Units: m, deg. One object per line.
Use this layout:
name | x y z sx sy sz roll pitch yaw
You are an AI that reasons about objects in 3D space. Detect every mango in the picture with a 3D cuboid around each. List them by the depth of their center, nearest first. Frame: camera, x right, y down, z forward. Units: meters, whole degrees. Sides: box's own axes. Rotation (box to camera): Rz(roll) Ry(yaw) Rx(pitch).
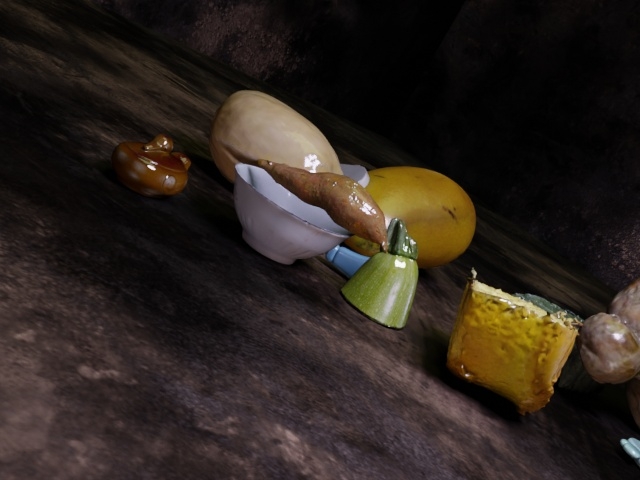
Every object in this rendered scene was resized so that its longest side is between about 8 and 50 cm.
mango | 0.144 -0.039 1.548 0.211 0.173 0.317 41 28 30

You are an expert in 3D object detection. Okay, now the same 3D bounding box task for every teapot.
teapot | -0.218 -0.105 1.160 0.098 0.078 0.129 35 13 19

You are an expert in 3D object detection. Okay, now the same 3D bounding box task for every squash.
squash | 0.102 0.039 1.201 0.105 0.132 0.105 27 13 -6

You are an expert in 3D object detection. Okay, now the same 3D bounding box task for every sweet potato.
sweet potato | 0.012 -0.067 1.181 0.226 0.068 0.068 34 13 14

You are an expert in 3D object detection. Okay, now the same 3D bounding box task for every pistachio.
pistachio | -0.083 -0.149 1.444 0.181 0.162 0.293 -7 36 -45

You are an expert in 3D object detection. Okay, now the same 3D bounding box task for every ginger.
ginger | 0.518 0.166 1.355 0.304 0.245 0.155 37 -12 -33

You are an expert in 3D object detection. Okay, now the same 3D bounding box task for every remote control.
remote control | -0.010 -0.109 1.531 0.245 0.077 0.022 11 -42 48

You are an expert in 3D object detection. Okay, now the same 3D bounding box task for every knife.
knife | 0.001 -0.001 1.309 0.244 0.058 0.032 33 14 12

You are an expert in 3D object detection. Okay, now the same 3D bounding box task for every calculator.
calculator | 0.479 0.318 1.224 0.153 0.021 0.095 27 12 -18

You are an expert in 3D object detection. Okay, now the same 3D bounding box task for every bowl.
bowl | -0.052 -0.022 1.203 0.189 0.086 0.189 28 14 -8

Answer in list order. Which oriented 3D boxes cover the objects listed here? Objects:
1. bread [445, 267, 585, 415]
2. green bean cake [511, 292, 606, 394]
bread | 0.240 0.137 1.130 0.160 0.147 0.260 22 5 4
green bean cake | 0.396 0.168 1.463 0.173 0.094 0.181 18 18 -47
